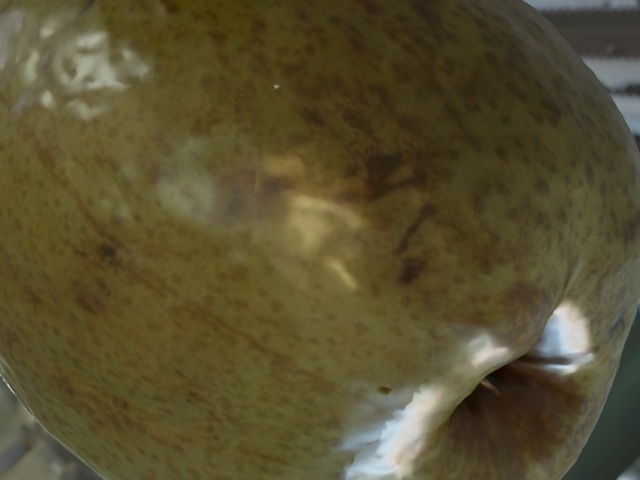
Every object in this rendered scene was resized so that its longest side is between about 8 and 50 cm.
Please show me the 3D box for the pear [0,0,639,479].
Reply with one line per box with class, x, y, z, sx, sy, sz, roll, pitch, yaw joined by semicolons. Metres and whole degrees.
pear;0.000;0.000;0.603;0.228;0.188;0.211;15;-152;-49
